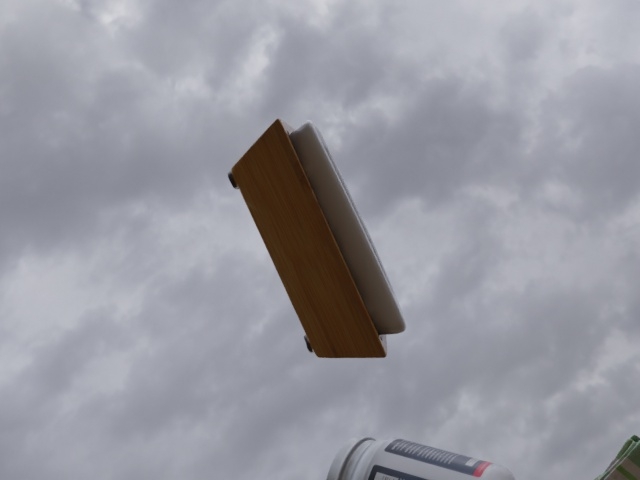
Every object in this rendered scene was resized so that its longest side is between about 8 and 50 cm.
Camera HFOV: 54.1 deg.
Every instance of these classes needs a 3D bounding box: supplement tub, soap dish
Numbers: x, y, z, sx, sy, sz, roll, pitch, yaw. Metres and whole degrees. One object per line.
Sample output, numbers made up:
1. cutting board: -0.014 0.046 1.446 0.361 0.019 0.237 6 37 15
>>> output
1. supplement tub: 0.161 0.427 1.004 0.272 0.191 0.191 4 -49 34
2. soap dish: 0.000 0.000 0.798 0.118 0.229 0.291 -24 -88 5

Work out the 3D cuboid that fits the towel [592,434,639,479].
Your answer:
1. towel: 0.667 0.622 1.377 0.248 0.038 0.325 43 -88 -1
